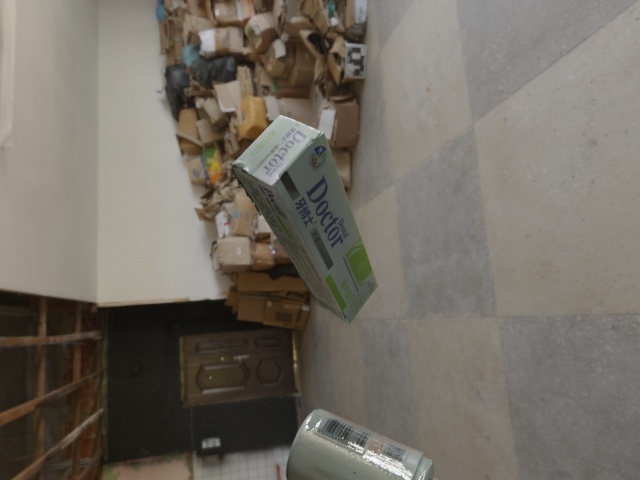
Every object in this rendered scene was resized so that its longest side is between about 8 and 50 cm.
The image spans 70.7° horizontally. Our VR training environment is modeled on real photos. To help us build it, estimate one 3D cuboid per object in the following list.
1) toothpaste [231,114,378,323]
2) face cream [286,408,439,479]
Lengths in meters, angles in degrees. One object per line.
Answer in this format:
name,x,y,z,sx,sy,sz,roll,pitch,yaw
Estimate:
toothpaste,0.000,0.000,0.570,0.067,0.081,0.337,29,160,31
face cream,0.088,0.294,0.536,0.101,0.251,0.101,-43,-40,-50
